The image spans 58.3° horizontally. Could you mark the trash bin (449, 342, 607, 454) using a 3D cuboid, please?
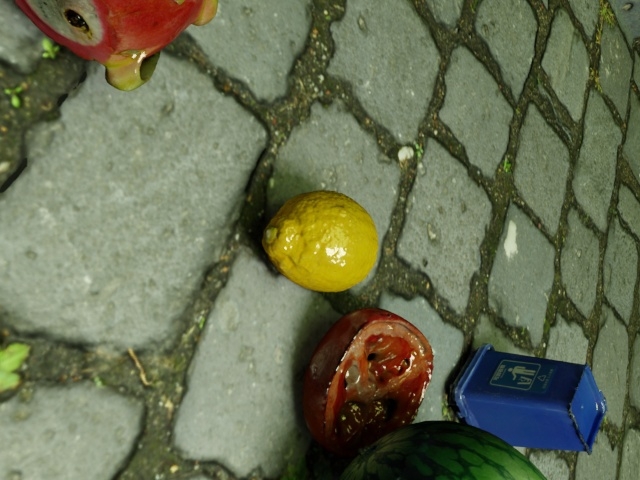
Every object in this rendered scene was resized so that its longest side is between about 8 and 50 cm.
[{"bbox_3d":[0.380,0.302,1.051,0.162,0.234,0.184,-46,115,-38],"label":"trash bin"}]

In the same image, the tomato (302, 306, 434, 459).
[{"bbox_3d":[0.057,0.202,0.851,0.228,0.101,0.228,-11,106,-40],"label":"tomato"}]

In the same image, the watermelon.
[{"bbox_3d":[0.161,0.411,0.724,0.363,0.363,0.363,6,81,-43],"label":"watermelon"}]

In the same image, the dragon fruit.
[{"bbox_3d":[-0.207,-0.294,0.586,0.224,0.224,0.227,53,51,-26],"label":"dragon fruit"}]

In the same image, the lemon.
[{"bbox_3d":[0.000,0.000,0.789,0.187,0.142,0.142,11,78,-45],"label":"lemon"}]
